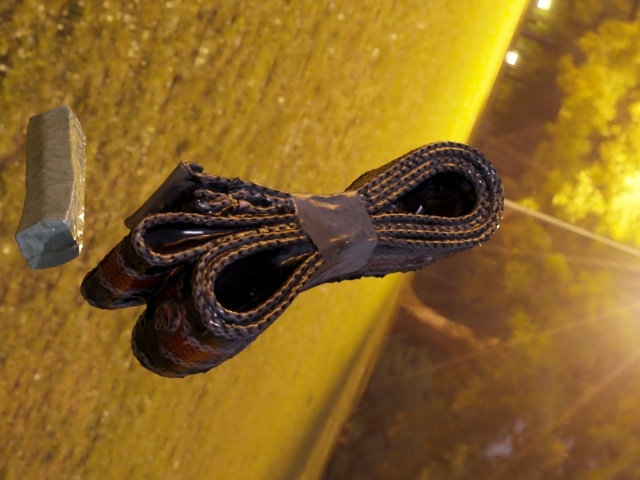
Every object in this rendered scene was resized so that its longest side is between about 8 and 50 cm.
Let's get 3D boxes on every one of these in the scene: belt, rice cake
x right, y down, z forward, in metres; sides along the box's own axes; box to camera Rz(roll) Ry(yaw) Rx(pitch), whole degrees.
[{"bbox_3d":[0.000,0.000,0.887,0.359,0.126,0.094,-14,163,-43],"label":"belt"},{"bbox_3d":[-0.205,-0.049,0.942,0.245,0.045,0.042,-114,-176,-63],"label":"rice cake"}]
